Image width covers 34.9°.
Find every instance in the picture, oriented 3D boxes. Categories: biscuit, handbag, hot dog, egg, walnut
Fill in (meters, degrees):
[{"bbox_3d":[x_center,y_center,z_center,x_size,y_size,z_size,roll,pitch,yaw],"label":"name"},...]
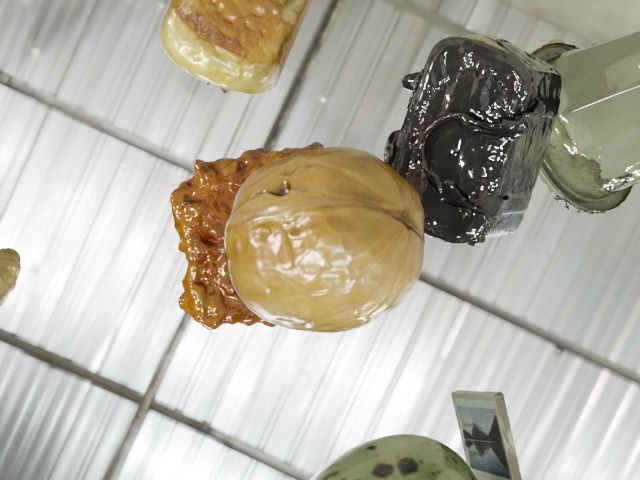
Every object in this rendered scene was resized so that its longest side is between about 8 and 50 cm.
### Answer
[{"bbox_3d":[-0.108,-0.005,1.805,0.318,0.312,0.110,-11,-170,-20],"label":"biscuit"},{"bbox_3d":[0.182,-0.125,1.257,0.181,0.254,0.181,23,-166,26],"label":"handbag"},{"bbox_3d":[-0.094,-0.396,1.501,0.185,0.405,0.223,23,170,-7],"label":"hot dog"},{"bbox_3d":[0.084,0.432,1.385,0.287,0.288,0.379,29,-131,28],"label":"egg"},{"bbox_3d":[0.000,0.000,1.076,0.221,0.195,0.195,-5,167,29],"label":"walnut"}]

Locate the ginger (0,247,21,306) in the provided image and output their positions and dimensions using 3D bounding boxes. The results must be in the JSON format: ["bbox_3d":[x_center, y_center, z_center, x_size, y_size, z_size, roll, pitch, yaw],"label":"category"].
[{"bbox_3d":[-0.435,0.127,1.196,0.089,0.288,0.075,8,152,37],"label":"ginger"}]

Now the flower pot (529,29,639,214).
[{"bbox_3d":[0.466,-0.200,1.507,0.290,0.290,0.259,23,155,-31],"label":"flower pot"}]

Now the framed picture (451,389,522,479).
[{"bbox_3d":[0.250,0.302,1.545,0.015,0.150,0.203,-11,176,-12],"label":"framed picture"}]
